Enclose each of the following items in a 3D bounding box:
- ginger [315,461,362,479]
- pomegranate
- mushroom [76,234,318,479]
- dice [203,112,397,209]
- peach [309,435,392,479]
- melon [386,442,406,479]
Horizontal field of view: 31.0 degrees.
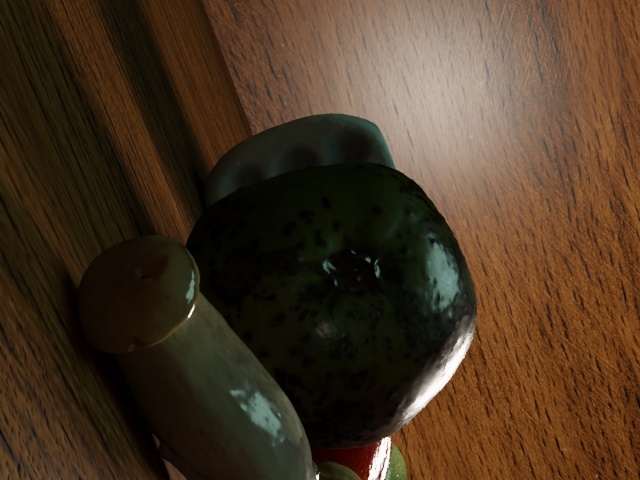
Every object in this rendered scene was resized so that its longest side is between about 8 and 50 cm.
[{"bbox_3d":[0.029,0.332,1.166,0.354,0.126,0.189,71,6,-48],"label":"ginger"},{"bbox_3d":[-0.006,0.077,1.138,0.340,0.285,0.284,130,-56,-65],"label":"pomegranate"},{"bbox_3d":[-0.083,0.099,0.786,0.108,0.096,0.247,-107,172,-52],"label":"mushroom"},{"bbox_3d":[0.000,0.000,1.626,0.262,0.268,0.264,65,6,-60],"label":"dice"},{"bbox_3d":[0.001,0.213,1.356,0.154,0.159,0.267,56,16,-60],"label":"peach"},{"bbox_3d":[0.057,0.344,1.694,0.192,0.139,0.139,-9,80,-84],"label":"melon"}]
